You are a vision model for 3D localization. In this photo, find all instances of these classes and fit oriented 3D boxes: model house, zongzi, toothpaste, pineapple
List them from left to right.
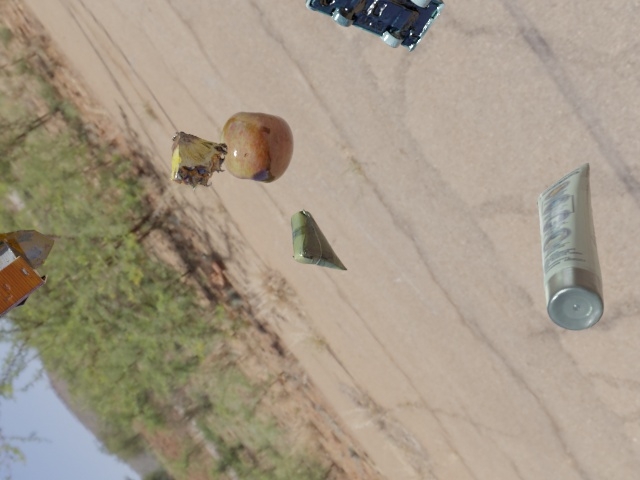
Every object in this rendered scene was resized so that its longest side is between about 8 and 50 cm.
[{"bbox_3d":[-0.659,0.090,1.513,0.136,0.219,0.207,48,169,23],"label":"model house"},{"bbox_3d":[-0.247,-0.160,1.350,0.116,0.137,0.069,45,126,6],"label":"pineapple"},{"bbox_3d":[0.000,0.000,1.295,0.052,0.113,0.104,-36,49,48],"label":"zongzi"},{"bbox_3d":[0.203,-0.006,0.573,0.039,0.239,0.062,42,120,-7],"label":"toothpaste"}]

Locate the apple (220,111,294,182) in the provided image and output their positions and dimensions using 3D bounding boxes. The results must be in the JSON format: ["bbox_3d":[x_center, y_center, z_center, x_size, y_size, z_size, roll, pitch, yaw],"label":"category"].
[{"bbox_3d":[-0.161,-0.236,1.773,0.188,0.188,0.173,13,96,62],"label":"apple"}]

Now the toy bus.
[{"bbox_3d":[0.095,-0.485,1.357,0.128,0.256,0.147,-53,37,37],"label":"toy bus"}]
